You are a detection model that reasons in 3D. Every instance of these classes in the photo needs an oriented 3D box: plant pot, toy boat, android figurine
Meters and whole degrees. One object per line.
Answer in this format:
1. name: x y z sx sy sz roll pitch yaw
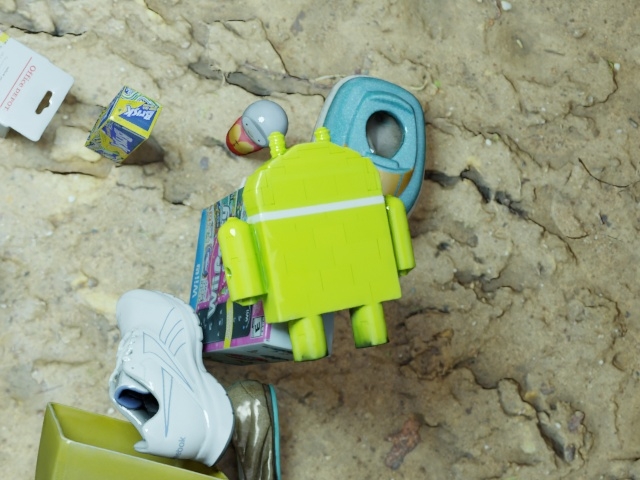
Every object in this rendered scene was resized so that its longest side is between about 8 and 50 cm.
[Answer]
1. plant pot: -0.266 0.341 1.339 0.212 0.212 0.187 20 88 -19
2. toy boat: 0.020 -0.134 1.559 0.318 0.148 0.267 11 78 -22
3. android figurine: 0.000 0.000 1.244 0.248 0.056 0.272 -11 87 -27

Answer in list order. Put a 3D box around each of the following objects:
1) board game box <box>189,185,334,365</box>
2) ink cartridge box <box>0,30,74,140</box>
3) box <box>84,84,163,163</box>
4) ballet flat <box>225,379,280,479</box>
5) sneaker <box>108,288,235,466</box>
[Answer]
1. board game box: -0.081 0.046 1.400 0.098 0.303 0.224 11 76 -23
2. ink cartridge box: -0.447 -0.220 1.418 0.198 0.067 0.115 31 71 -14
3. box: -0.269 -0.155 1.426 0.059 0.169 0.054 27 72 -17
4. ballet flat: -0.098 0.365 1.446 0.124 0.116 0.342 -9 79 -11
5. sneaker: -0.214 0.162 1.355 0.129 0.297 0.111 9 120 -36
